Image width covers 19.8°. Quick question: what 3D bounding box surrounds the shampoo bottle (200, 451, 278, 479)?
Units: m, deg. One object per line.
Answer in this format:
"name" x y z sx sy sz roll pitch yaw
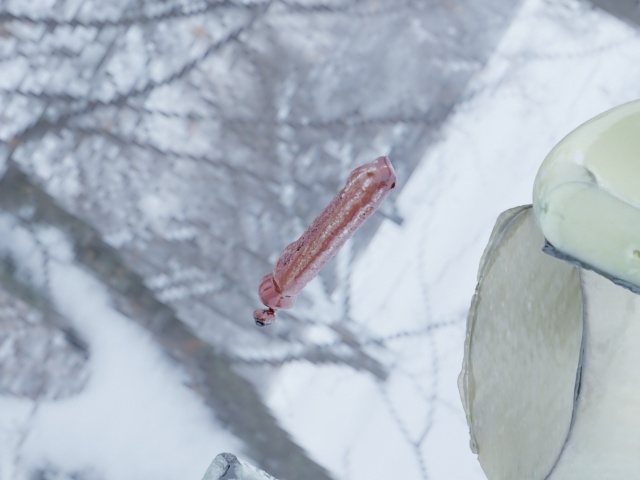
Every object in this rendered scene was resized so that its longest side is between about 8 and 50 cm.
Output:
"shampoo bottle" 0.027 0.268 1.439 0.071 0.284 0.153 -56 2 -7

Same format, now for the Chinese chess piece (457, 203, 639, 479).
"Chinese chess piece" 0.262 0.119 1.889 0.338 0.140 0.338 -176 90 -73

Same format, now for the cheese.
"cheese" 0.207 -0.053 1.018 0.251 0.127 0.054 -49 -21 -50

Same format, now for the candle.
"candle" 0.000 0.000 2.017 0.048 0.051 0.329 -29 -12 -37
